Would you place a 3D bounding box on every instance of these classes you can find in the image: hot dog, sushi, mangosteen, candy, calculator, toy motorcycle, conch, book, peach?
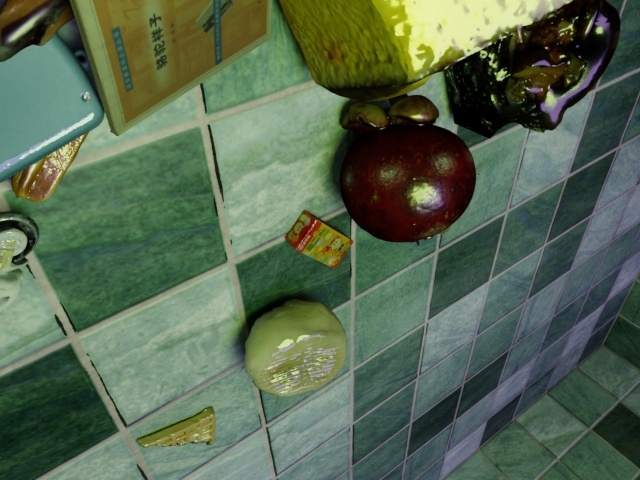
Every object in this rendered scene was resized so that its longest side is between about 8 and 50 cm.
[{"bbox_3d":[-0.292,-0.101,0.550,0.056,0.041,0.133,28,92,-50],"label":"hot dog"},{"bbox_3d":[0.350,-0.307,0.836,0.227,0.212,0.215,-40,139,-12],"label":"sushi"},{"bbox_3d":[0.124,-0.125,0.803,0.215,0.215,0.258,-26,105,-25],"label":"mangosteen"},{"bbox_3d":[0.000,0.000,0.897,0.062,0.038,0.122,-54,140,7],"label":"candy"},{"bbox_3d":[-0.308,-0.122,0.483,0.210,0.039,0.121,-37,116,-15],"label":"calculator"},{"bbox_3d":[-0.408,0.051,0.537,0.228,0.074,0.151,-23,138,-32],"label":"toy motorcycle"},{"bbox_3d":[-0.197,-0.248,0.457,0.233,0.080,0.086,-55,160,-24],"label":"conch"},{"bbox_3d":[-0.129,-0.228,0.521,0.242,0.018,0.170,-46,162,-29],"label":"book"},{"bbox_3d":[0.119,-0.312,0.549,0.380,0.306,0.243,-29,112,16],"label":"peach"}]

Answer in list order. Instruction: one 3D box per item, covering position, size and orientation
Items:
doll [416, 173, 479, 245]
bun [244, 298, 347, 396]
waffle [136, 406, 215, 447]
[{"bbox_3d":[0.212,-0.073,0.989,0.105,0.115,0.221,-24,142,-41],"label":"doll"},{"bbox_3d":[-0.054,0.189,0.937,0.192,0.128,0.179,-12,129,-22],"label":"bun"},{"bbox_3d":[-0.267,0.377,0.968,0.152,0.023,0.098,-15,129,-36],"label":"waffle"}]
